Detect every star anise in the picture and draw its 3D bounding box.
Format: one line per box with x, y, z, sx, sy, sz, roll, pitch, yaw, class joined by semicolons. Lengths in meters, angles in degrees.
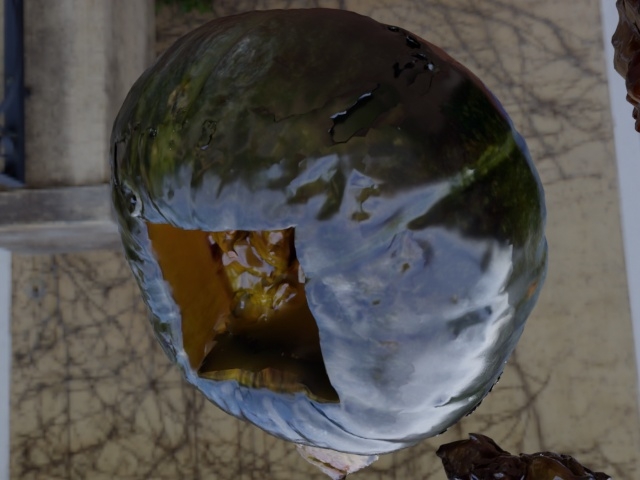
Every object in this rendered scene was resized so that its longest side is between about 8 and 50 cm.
0.156;0.229;0.714;0.140;0.144;0.158;4;169;10;star anise

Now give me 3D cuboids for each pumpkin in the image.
0.000;0.000;0.608;0.320;0.320;0.192;-12;-158;42;pumpkin

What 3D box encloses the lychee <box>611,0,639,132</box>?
0.391;-0.167;0.553;0.424;0.425;0.500;-9;158;30;lychee

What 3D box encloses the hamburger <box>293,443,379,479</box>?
0.016;0.133;0.952;0.245;0.155;0.282;41;146;-14;hamburger
